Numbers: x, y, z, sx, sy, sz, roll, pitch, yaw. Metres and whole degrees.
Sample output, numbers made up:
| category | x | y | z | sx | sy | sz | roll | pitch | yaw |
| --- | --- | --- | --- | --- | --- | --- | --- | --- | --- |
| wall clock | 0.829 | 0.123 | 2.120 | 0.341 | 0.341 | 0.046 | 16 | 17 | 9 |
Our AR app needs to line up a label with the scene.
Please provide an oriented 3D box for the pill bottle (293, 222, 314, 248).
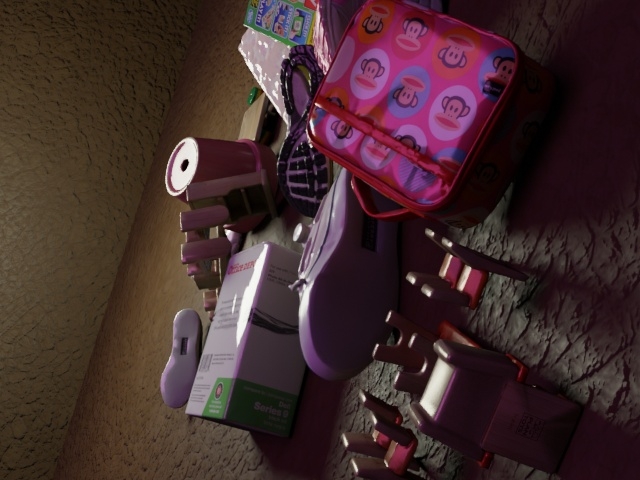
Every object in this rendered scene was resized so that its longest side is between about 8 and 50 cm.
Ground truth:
| category | x | y | z | sx | sy | sz | roll | pitch | yaw |
| --- | --- | --- | --- | --- | --- | --- | --- | --- | --- |
| pill bottle | 0.000 | 0.000 | 1.426 | 0.043 | 0.083 | 0.043 | -52 | 27 | 40 |

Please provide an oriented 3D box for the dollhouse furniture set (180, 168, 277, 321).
| category | x | y | z | sx | sy | sz | roll | pitch | yaw |
| --- | --- | --- | --- | --- | --- | --- | --- | --- | --- |
| dollhouse furniture set | -0.164 | -0.001 | 1.724 | 0.212 | 0.161 | 0.242 | 76 | -176 | -53 |

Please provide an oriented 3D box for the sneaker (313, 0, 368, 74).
| category | x | y | z | sx | sy | sz | roll | pitch | yaw |
| --- | --- | --- | --- | --- | --- | --- | --- | --- | --- |
| sneaker | 0.049 | -0.372 | 1.423 | 0.103 | 0.111 | 0.252 | 107 | 166 | -70 |

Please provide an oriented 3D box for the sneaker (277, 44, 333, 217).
| category | x | y | z | sx | sy | sz | roll | pitch | yaw |
| --- | --- | --- | --- | --- | --- | --- | --- | --- | --- |
| sneaker | 0.003 | -0.186 | 1.543 | 0.111 | 0.121 | 0.300 | 15 | 110 | 33 |

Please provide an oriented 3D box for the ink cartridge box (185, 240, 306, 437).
| category | x | y | z | sx | sy | sz | roll | pitch | yaw |
| --- | --- | --- | --- | --- | --- | --- | --- | --- | --- |
| ink cartridge box | -0.104 | 0.165 | 1.483 | 0.211 | 0.121 | 0.289 | -17 | 55 | 65 |

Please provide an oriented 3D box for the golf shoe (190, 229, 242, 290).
| category | x | y | z | sx | sy | sz | roll | pitch | yaw |
| --- | --- | --- | --- | --- | --- | --- | --- | --- | --- |
| golf shoe | -0.230 | 0.022 | 1.988 | 0.176 | 0.086 | 0.069 | -69 | 18 | -2 |

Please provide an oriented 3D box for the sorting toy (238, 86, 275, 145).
| category | x | y | z | sx | sy | sz | roll | pitch | yaw |
| --- | --- | --- | --- | --- | --- | --- | --- | --- | --- |
| sorting toy | -0.148 | -0.252 | 2.084 | 0.132 | 0.046 | 0.274 | -33 | 41 | 58 |

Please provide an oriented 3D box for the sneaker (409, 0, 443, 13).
| category | x | y | z | sx | sy | sz | roll | pitch | yaw |
| --- | --- | --- | --- | --- | --- | --- | --- | --- | --- |
| sneaker | 0.147 | -0.374 | 1.422 | 0.091 | 0.094 | 0.258 | 107 | 177 | -65 |

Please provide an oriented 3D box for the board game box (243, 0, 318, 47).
| category | x | y | z | sx | sy | sz | roll | pitch | yaw |
| --- | --- | --- | --- | --- | --- | --- | --- | --- | --- |
| board game box | -0.020 | -0.503 | 1.577 | 0.213 | 0.046 | 0.317 | 33 | 117 | 39 |

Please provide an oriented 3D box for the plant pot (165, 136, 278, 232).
| category | x | y | z | sx | sy | sz | roll | pitch | yaw |
| --- | --- | --- | --- | --- | --- | --- | --- | --- | --- |
| plant pot | -0.218 | -0.132 | 1.893 | 0.201 | 0.180 | 0.201 | -23 | 59 | 46 |

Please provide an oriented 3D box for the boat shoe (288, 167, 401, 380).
| category | x | y | z | sx | sy | sz | roll | pitch | yaw |
| --- | --- | --- | --- | --- | --- | --- | --- | --- | --- |
| boat shoe | 0.018 | 0.051 | 1.265 | 0.156 | 0.136 | 0.367 | -46 | 28 | 48 |

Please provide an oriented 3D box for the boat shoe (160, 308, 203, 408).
| category | x | y | z | sx | sy | sz | roll | pitch | yaw |
| --- | --- | --- | --- | --- | --- | --- | --- | --- | --- |
| boat shoe | -0.292 | 0.262 | 1.960 | 0.070 | 0.078 | 0.219 | 67 | -151 | -67 |

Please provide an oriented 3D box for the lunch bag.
| category | x | y | z | sx | sy | sz | roll | pitch | yaw |
| --- | --- | --- | --- | --- | --- | --- | --- | --- | --- |
| lunch bag | 0.117 | -0.147 | 1.103 | 0.293 | 0.120 | 0.258 | 36 | 104 | 44 |

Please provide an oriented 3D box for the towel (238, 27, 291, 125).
| category | x | y | z | sx | sy | sz | roll | pitch | yaw |
| --- | --- | --- | --- | --- | --- | --- | --- | --- | --- |
| towel | -0.005 | -0.377 | 1.647 | 0.317 | 0.053 | 0.332 | 57 | 131 | 28 |

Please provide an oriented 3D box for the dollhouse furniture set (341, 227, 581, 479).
| category | x | y | z | sx | sy | sz | roll | pitch | yaw |
| --- | --- | --- | --- | --- | --- | --- | --- | --- | --- |
| dollhouse furniture set | 0.145 | 0.144 | 0.923 | 0.259 | 0.135 | 0.262 | -132 | 64 | -80 |
